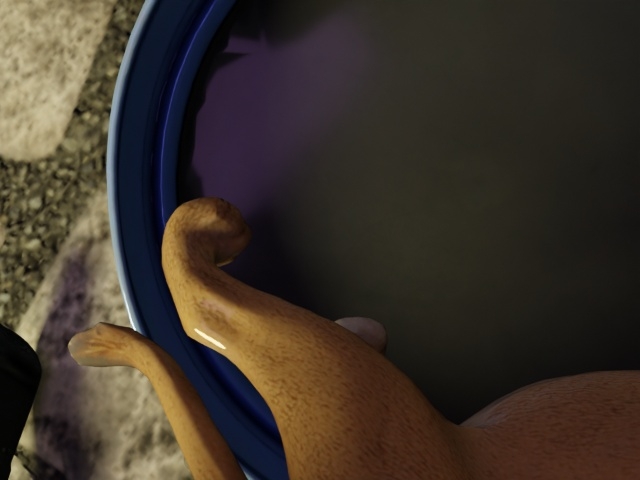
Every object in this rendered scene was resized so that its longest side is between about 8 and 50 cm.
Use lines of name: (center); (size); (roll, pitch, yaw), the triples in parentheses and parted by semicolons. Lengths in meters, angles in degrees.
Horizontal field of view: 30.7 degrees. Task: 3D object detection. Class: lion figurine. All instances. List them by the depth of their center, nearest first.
lion figurine: (0.102, 0.090, 0.442); (0.392, 0.142, 0.240); (-9, 44, -4)

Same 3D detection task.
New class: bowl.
bowl: (0.086, -0.031, 0.613); (0.391, 0.077, 0.391); (0, 90, -3)

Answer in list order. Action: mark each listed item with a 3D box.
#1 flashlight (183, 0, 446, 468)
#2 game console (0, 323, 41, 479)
flashlight: (0.000, 0.000, 0.697); (0.103, 0.103, 0.304); (21, 91, -7)
game console: (-0.249, 0.216, 0.693); (0.043, 0.213, 0.361); (2, 61, 27)
